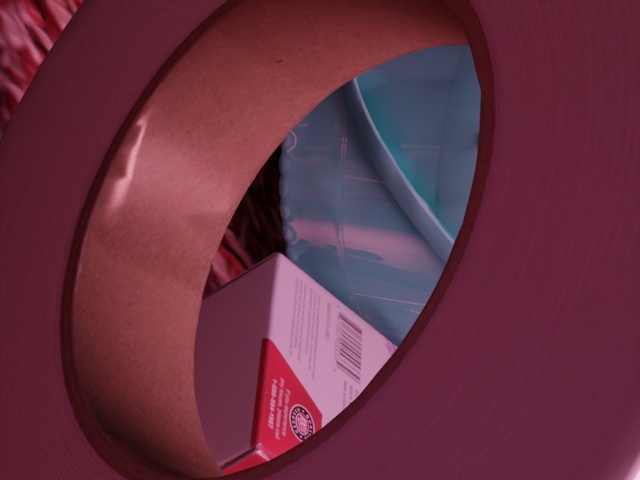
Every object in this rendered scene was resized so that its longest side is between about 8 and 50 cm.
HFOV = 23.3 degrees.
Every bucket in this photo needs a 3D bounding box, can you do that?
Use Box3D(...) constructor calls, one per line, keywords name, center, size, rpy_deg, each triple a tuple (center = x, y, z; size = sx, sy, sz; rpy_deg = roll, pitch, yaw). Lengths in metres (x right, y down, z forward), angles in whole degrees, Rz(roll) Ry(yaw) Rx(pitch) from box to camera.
Box3D(name="bucket", center=(0.116, -0.040, 0.864), size=(0.281, 0.183, 0.281), rpy_deg=(-14, 107, -57))

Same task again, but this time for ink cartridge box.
Box3D(name="ink cartridge box", center=(0.009, 0.112, 0.785), size=(0.175, 0.072, 0.127), rpy_deg=(40, 34, -29))

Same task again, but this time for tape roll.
Box3D(name="tape roll", center=(0.000, 0.000, 0.562), size=(0.072, 0.392, 0.392), rpy_deg=(29, 41, -40))
